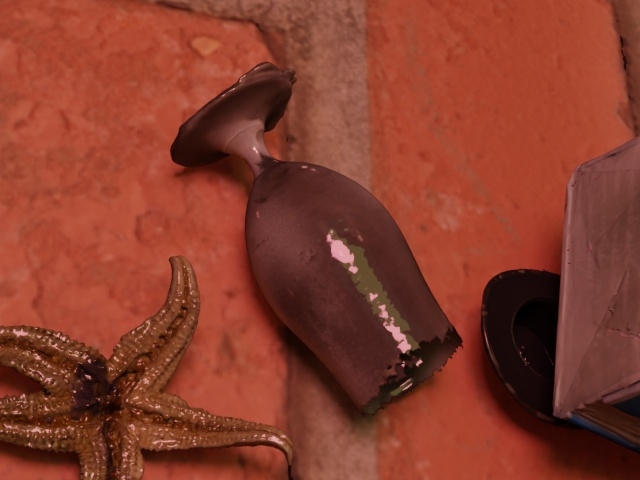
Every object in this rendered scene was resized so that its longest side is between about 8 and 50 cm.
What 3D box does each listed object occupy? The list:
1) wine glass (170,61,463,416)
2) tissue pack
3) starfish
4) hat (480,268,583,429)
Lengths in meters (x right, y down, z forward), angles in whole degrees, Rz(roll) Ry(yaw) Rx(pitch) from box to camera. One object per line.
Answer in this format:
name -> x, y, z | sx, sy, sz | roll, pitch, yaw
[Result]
wine glass -> 0.000, 0.000, 0.803 | 0.103, 0.103, 0.222 | -27, 74, -30
tissue pack -> 0.297, 0.061, 0.814 | 0.263, 0.146, 0.198 | 28, 54, -25
starfish -> -0.125, 0.107, 0.726 | 0.224, 0.050, 0.216 | 11, 64, 0
hat -> 0.151, 0.076, 0.844 | 0.121, 0.050, 0.121 | 8, 64, -18
